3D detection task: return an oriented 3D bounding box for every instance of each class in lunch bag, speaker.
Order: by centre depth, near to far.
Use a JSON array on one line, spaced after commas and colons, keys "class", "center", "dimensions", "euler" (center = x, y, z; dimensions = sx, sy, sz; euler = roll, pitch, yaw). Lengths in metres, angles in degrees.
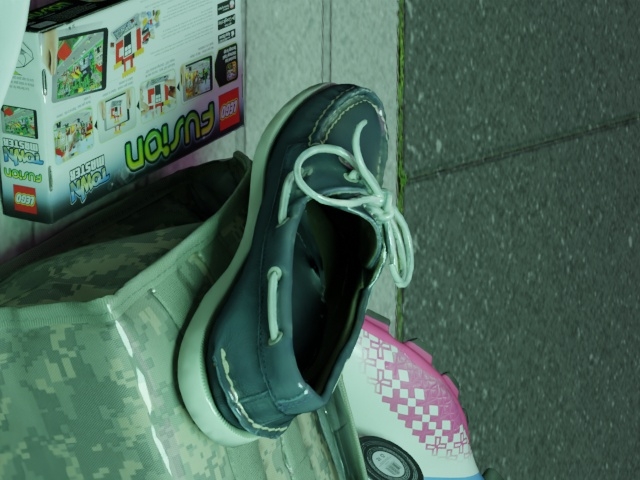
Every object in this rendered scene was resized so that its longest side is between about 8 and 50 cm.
[{"class": "lunch bag", "center": [-0.073, 0.095, 1.152], "dimensions": [0.287, 0.169, 0.235], "euler": [-42, 118, -60]}, {"class": "speaker", "center": [0.014, 0.196, 1.326], "dimensions": [0.055, 0.055, 0.136], "euler": [-22, 147, -56]}]

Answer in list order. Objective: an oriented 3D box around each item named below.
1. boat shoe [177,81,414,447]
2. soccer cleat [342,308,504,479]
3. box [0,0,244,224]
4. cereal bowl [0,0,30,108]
[{"class": "boat shoe", "center": [0.000, 0.000, 1.063], "dimensions": [0.095, 0.079, 0.254], "euler": [55, 38, -24]}, {"class": "soccer cleat", "center": [0.049, 0.176, 1.392], "dimensions": [0.331, 0.116, 0.143], "euler": [54, 51, -42]}, {"class": "box", "center": [-0.115, -0.095, 1.187], "dimensions": [0.207, 0.036, 0.114], "euler": [-32, 127, -54]}, {"class": "cereal bowl", "center": [-0.278, -0.145, 0.843], "dimensions": [0.339, 0.141, 0.339], "euler": [2, 88, -58]}]
